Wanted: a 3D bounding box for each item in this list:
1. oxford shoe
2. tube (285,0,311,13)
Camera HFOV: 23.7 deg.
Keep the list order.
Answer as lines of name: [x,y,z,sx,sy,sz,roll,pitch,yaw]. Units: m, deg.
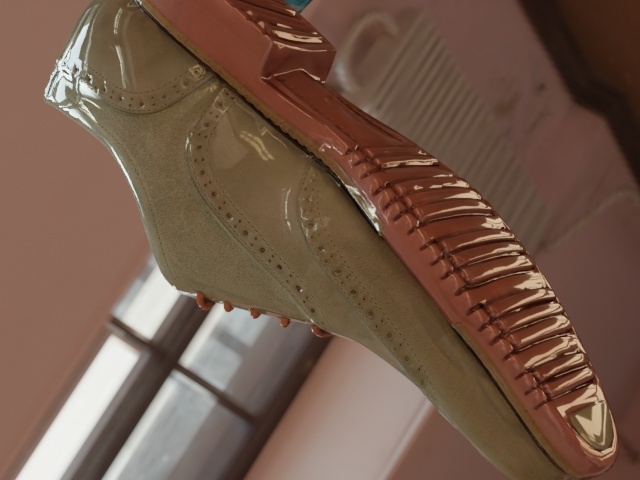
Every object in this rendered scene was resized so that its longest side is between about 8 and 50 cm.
oxford shoe: [0.000,0.000,0.849,0.397,0.146,0.140,49,-162,20]
tube: [-0.060,-0.211,1.481,0.052,0.207,0.080,54,-149,17]
